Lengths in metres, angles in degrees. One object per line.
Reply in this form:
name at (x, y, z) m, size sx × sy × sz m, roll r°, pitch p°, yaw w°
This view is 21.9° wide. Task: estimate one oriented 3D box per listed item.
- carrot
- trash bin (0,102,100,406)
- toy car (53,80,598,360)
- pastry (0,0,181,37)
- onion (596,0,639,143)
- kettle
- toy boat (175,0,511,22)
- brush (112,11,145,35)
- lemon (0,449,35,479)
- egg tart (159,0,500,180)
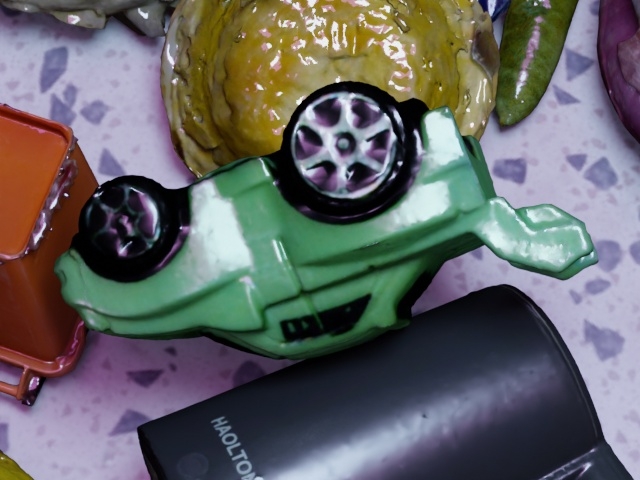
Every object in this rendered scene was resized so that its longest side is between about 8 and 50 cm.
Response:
carrot at (0.213, -0.258, 1.461) m, size 0.074 × 0.074 × 0.359 m, roll 19°, pitch 73°, yaw 5°
trash bin at (-0.249, 0.004, 1.257) m, size 0.161 × 0.239 × 0.184 m, roll 18°, pitch 72°, yaw 5°
toy car at (0.000, 0.000, 1.177) m, size 0.358 × 0.213 × 0.176 m, roll -22°, pitch 83°, yaw 7°
pastry at (-0.220, -0.332, 1.413) m, size 0.329 × 0.136 × 0.330 m, roll 5°, pitch 61°, yaw -9°
onion at (0.408, -0.179, 1.357) m, size 0.347 × 0.285 × 0.348 m, roll -18°, pitch 59°, yaw 33°
kettle at (0.050, 0.176, 1.202) m, size 0.308 × 0.262 × 0.203 m, roll -24°, pitch 108°, yaw -12°
toy boat at (0.023, -0.261, 1.464) m, size 0.318 × 0.072 × 0.219 m, roll 13°, pitch 67°, yaw 18°
brush at (-0.220, -0.248, 1.461) m, size 0.190 × 0.027 × 0.034 m, roll 37°, pitch 72°, yaw 10°
lemon at (-0.262, 0.255, 1.201) m, size 0.180 × 0.180 × 0.193 m, roll 5°, pitch 101°, yaw 0°
egg tart at (0.006, -0.134, 1.336) m, size 0.294 × 0.116 × 0.295 m, roll 0°, pitch 96°, yaw 1°
